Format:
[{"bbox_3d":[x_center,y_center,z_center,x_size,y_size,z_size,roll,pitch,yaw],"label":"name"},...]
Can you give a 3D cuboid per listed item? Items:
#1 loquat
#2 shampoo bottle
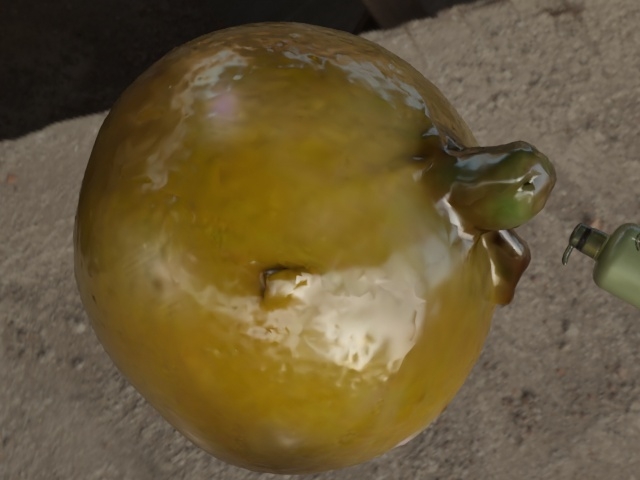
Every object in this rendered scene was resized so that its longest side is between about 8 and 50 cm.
[{"bbox_3d":[0.000,0.000,0.652,0.328,0.359,0.328,18,66,-45],"label":"loquat"},{"bbox_3d":[0.338,0.029,0.959,0.162,0.079,0.079,30,52,15],"label":"shampoo bottle"}]
